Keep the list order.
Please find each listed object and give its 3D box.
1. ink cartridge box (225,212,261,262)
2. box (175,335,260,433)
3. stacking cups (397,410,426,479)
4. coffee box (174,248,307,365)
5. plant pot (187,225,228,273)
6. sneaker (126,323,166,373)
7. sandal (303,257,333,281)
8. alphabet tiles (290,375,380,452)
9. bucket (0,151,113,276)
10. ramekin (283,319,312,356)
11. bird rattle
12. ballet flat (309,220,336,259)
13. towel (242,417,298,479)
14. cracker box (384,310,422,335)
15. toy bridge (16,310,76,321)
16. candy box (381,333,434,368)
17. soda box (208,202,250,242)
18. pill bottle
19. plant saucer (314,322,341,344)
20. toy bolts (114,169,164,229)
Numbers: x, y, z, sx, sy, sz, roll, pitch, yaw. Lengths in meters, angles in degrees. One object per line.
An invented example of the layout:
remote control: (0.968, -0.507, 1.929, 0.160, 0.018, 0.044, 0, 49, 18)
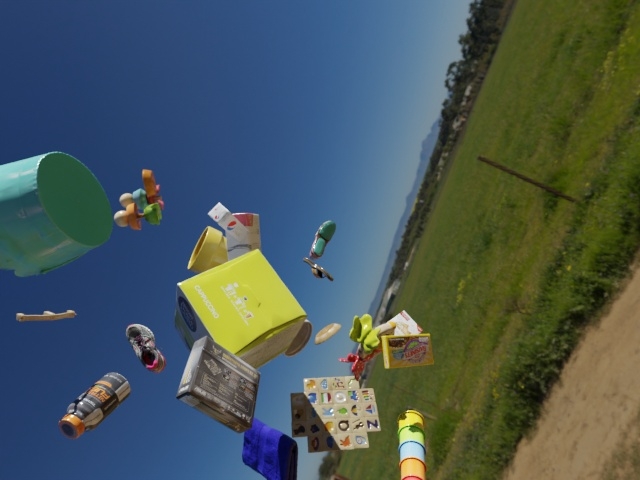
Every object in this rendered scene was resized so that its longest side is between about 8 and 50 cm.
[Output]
ink cartridge box: (-0.371, 0.013, 1.963, 0.207, 0.117, 0.282, -8, -86, -83)
box: (-0.280, 0.409, 1.148, 0.056, 0.231, 0.183, -32, 31, 23)
stacking cups: (0.280, 0.657, 1.224, 0.316, 0.096, 0.095, -54, -18, -72)
coffee box: (-0.312, 0.301, 1.512, 0.338, 0.337, 0.334, -25, -25, -35)
plant pot: (-0.548, 0.086, 2.170, 0.254, 0.239, 0.254, -50, 25, 33)
sneaker: (-0.923, 0.559, 2.124, 0.121, 0.299, 0.112, -40, -16, -16)
sandal: (-0.018, 0.158, 2.073, 0.060, 0.219, 0.090, -57, -32, -2)
alphabet tiles: (0.055, 0.674, 1.586, 0.011, 0.343, 0.285, 97, 169, -45)
bucket: (-0.658, -0.069, 0.970, 0.281, 0.183, 0.280, -18, -90, -84)
ramekin: (-0.149, 0.476, 2.055, 0.207, 0.109, 0.207, -31, -45, -37)
bird rattle: (0.192, 0.394, 1.485, 0.207, 0.143, 0.253, -17, -53, -30)
ballet flat: (0.000, 0.000, 1.836, 0.079, 0.077, 0.221, -31, 26, 49)
towel: (-0.227, 0.928, 1.749, 0.076, 0.308, 0.227, 0, -89, -48)
cracker box: (0.436, 0.512, 2.241, 0.232, 0.155, 0.067, -26, -29, -36)
toy bridge: (-1.006, 0.280, 1.496, 0.188, 0.063, 0.026, 8, -93, -55)
candy box: (0.298, 0.373, 1.365, 0.027, 0.206, 0.105, -24, 65, 55)
soda box: (-0.380, -0.070, 1.698, 0.069, 0.074, 0.216, -47, -26, -8)
pill bottle: (-0.851, 0.624, 1.522, 0.245, 0.131, 0.130, -52, -21, -65)
plant saucer: (0.016, 0.239, 1.045, 0.083, 0.015, 0.083, -35, 2, 1)
toy bolts: (-0.702, -0.163, 1.540, 0.228, 0.159, 0.218, -130, 33, -67)
